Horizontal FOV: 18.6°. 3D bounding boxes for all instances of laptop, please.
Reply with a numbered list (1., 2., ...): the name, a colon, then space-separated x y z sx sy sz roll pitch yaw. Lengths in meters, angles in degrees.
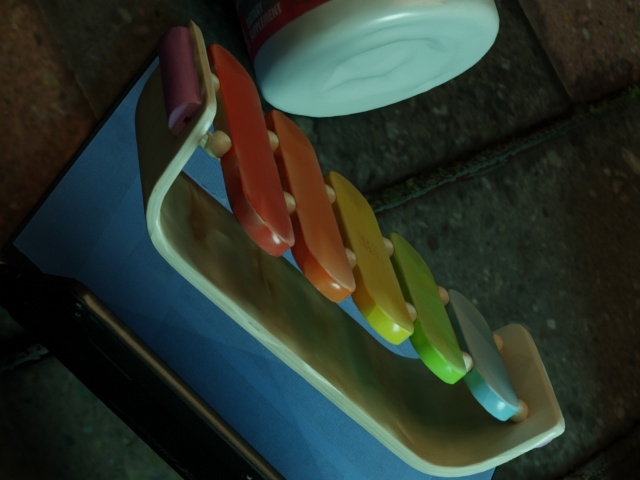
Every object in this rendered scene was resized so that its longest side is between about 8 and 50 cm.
1. laptop: 0.015 0.072 1.185 0.382 0.408 0.236 45 78 -14

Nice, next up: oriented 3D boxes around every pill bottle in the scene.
1. pill bottle: 0.001 -0.264 1.397 0.176 0.176 0.318 0 68 -44

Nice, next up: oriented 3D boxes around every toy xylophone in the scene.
1. toy xylophone: 0.000 0.000 1.130 0.323 0.081 0.236 39 18 -35
